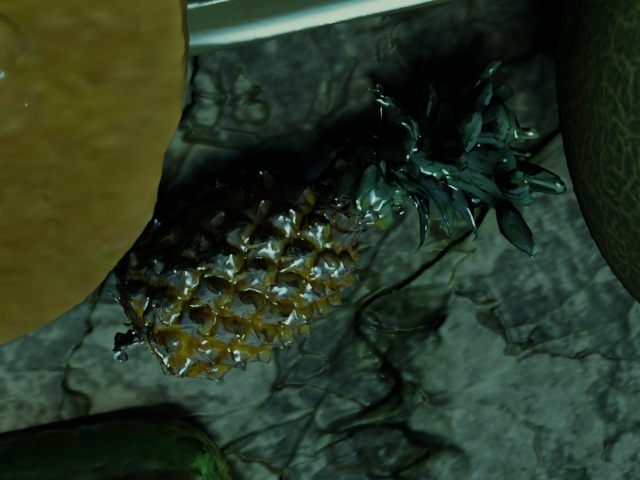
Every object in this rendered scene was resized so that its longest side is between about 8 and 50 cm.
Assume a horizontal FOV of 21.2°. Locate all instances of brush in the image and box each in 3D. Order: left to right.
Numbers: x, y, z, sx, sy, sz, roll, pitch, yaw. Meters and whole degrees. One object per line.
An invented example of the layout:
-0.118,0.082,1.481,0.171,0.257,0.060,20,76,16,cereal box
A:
0.002,-0.110,0.730,0.190,0.027,0.034,-13,132,-3,brush

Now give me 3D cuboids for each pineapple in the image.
0.000,-0.001,0.775,0.221,0.103,0.083,-29,124,4,pineapple

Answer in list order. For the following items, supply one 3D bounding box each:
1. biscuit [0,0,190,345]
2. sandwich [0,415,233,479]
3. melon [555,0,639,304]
-0.226,-0.067,0.619,0.365,0.062,0.385,-14,144,-9,biscuit
-0.153,0.183,0.822,0.292,0.212,0.109,-3,119,-5,sandwich
0.217,-0.081,0.702,0.237,0.237,0.302,-13,133,-14,melon
